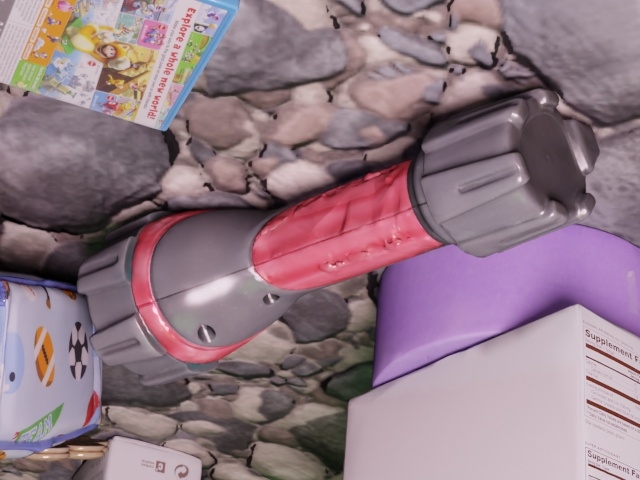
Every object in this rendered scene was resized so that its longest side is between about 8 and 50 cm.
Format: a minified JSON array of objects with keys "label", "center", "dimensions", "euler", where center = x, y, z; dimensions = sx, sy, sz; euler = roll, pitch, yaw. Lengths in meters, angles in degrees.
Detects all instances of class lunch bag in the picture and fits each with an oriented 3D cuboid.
[{"label":"lunch bag","center":[-0.274,0.071,0.973],"dimensions":[0.243,0.115,0.303],"euler":[0,172,11]}]

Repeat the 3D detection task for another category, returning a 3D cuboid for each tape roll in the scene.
[{"label":"tape roll","center":[0.127,0.069,1.030],"dimensions":[0.189,0.080,0.189],"euler":[3,147,2]}]

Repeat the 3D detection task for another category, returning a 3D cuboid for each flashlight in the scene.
[{"label":"flashlight","center":[0.000,0.000,0.917],"dimensions":[0.304,0.103,0.103],"euler":[-20,138,36]}]

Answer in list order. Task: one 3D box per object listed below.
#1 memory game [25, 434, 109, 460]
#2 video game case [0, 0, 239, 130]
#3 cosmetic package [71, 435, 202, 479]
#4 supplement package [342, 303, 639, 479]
[{"label":"memory game","center":[-0.247,0.149,1.192],"dimensions":[0.186,0.012,0.186],"euler":[2,177,0]},{"label":"video game case","center":[-0.138,-0.114,0.833],"dimensions":[0.166,0.015,0.119],"euler":[16,146,-17]},{"label":"cosmetic package","center":[-0.158,0.285,1.269],"dimensions":[0.085,0.231,0.117],"euler":[17,146,-18]},{"label":"supplement package","center":[0.125,0.180,0.940],"dimensions":[0.149,0.203,0.194],"euler":[28,142,-33]}]
